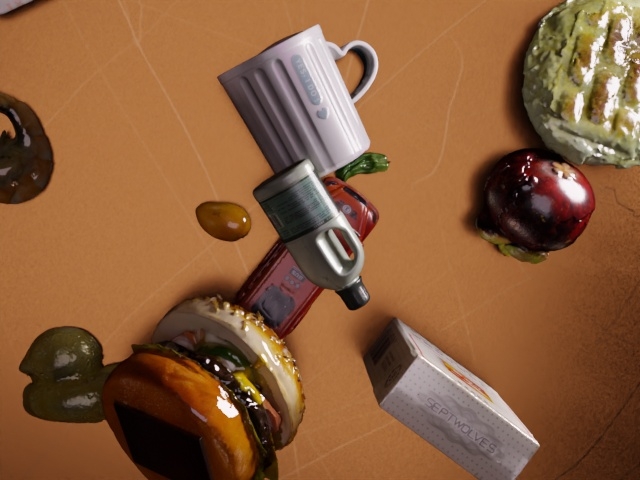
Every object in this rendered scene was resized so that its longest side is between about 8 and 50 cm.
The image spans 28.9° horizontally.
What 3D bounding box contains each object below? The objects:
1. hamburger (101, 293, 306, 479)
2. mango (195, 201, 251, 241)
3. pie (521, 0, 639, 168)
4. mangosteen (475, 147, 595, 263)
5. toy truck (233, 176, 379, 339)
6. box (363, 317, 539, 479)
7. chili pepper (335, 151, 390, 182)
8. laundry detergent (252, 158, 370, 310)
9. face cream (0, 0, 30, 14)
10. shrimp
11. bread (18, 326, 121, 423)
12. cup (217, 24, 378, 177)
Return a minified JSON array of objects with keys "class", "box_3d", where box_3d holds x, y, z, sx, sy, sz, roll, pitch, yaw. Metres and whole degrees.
[{"class":"hamburger","box_3d":[-0.159,0.228,1.790,0.291,0.291,0.225,51,51,-5]},{"class":"mango","box_3d":[-0.150,-0.031,1.893,0.089,0.046,0.060,25,90,9]},{"class":"pie","box_3d":[0.445,-0.247,1.864,0.306,0.071,0.306,2,79,-12]},{"class":"mangosteen","box_3d":[0.317,-0.045,1.865,0.166,0.166,0.180,25,117,-4]},{"class":"toy truck","box_3d":[-0.019,0.028,1.866,0.107,0.114,0.252,38,93,-3]},{"class":"box","box_3d":[0.177,0.228,1.781,0.210,0.330,0.095,36,92,-5]},{"class":"chili pepper","box_3d":[0.063,-0.112,1.904,0.091,0.030,0.034,-17,120,1]},{"class":"laundry detergent","box_3d":[0.000,0.000,1.767,0.099,0.070,0.225,-30,98,18]},{"class":"face cream","box_3d":[-0.430,-0.398,1.835,0.269,0.082,0.082,-26,95,0]},{"class":"shrimp","box_3d":[-0.507,-0.168,1.859,0.145,0.059,0.254,-40,95,-2]},{"class":"bread","box_3d":[-0.367,0.207,1.891,0.188,0.065,0.149,0,89,-1]},{"class":"cup","box_3d":[-0.011,-0.205,1.825,0.221,0.167,0.202,-26,98,8]}]
